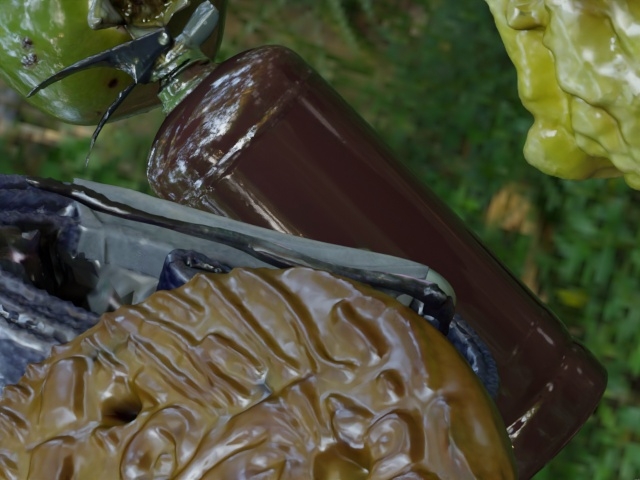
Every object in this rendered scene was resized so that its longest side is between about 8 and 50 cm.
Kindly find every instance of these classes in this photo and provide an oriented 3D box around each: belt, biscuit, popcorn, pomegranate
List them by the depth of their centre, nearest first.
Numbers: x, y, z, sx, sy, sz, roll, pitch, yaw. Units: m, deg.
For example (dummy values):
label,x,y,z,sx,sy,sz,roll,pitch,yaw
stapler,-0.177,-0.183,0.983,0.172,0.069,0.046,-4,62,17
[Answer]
label,x,y,z,sx,sy,sz,roll,pitch,yaw
biscuit,-0.037,0.087,0.478,0.027,0.188,0.188,51,-142,-45
belt,-0.051,0.048,0.725,0.140,0.230,0.126,-85,12,-58
popcorn,0.163,-0.118,0.944,0.155,0.197,0.198,7,81,45
pomegranate,-0.136,-0.161,1.243,0.224,0.181,0.181,24,99,67

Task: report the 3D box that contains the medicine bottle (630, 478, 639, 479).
label,x,y,z,sx,sy,sz,roll,pitch,yaw
medicine bottle,0.098,0.220,1.112,0.144,0.252,0.144,-10,-90,-78

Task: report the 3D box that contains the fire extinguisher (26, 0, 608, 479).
label,x,y,z,sx,sy,sz,roll,pitch,yaw
fire extinguisher,0.000,0.000,1.062,0.135,0.337,0.114,-46,6,-18

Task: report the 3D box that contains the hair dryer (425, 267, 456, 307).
label,x,y,z,sx,sy,sz,roll,pitch,yaw
hair dryer,-0.003,0.043,0.863,0.038,0.124,0.063,59,-137,-39
